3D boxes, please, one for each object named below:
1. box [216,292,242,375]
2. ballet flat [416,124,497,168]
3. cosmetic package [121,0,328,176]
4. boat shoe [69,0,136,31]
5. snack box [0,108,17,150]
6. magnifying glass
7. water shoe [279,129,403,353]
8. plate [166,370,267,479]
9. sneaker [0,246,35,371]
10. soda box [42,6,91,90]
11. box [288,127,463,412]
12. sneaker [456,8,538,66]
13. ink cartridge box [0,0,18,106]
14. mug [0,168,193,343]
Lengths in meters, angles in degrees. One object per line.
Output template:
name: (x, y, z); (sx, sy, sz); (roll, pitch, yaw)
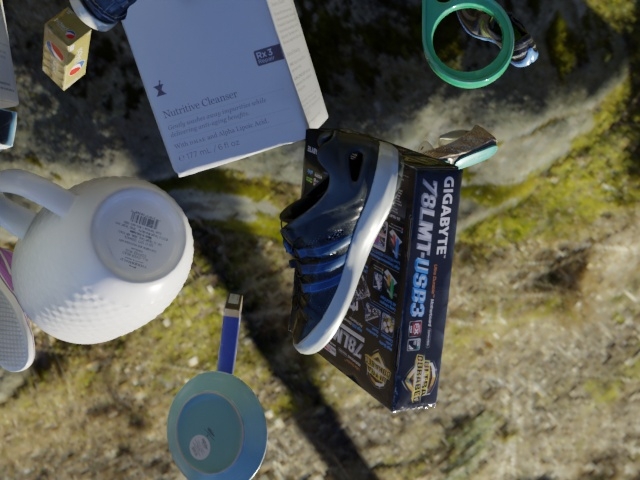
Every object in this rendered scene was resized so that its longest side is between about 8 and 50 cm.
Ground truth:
box: (-0.186, 0.229, 1.871); (0.037, 0.136, 0.225); (9, 100, -4)
ballet flat: (0.205, -0.144, 1.600); (0.206, 0.067, 0.073); (-22, 155, -26)
cosmetic package: (-0.151, -0.311, 1.320); (0.217, 0.156, 0.384); (-16, 106, 16)
boat shoe: (-0.262, -0.374, 1.131); (0.079, 0.254, 0.095); (-26, 149, 32)
snack box: (-0.628, -0.178, 1.354); (0.322, 0.187, 0.060); (10, 81, -37)
magnifying glass: (0.124, -0.265, 0.982); (0.092, 0.230, 0.026); (-26, 168, 4)
water shoe: (0.000, 0.000, 0.787); (0.080, 0.073, 0.203); (19, 114, -7)
plate: (-0.167, 0.298, 1.462); (0.188, 0.188, 0.024); (-53, 156, 13)
sneaker: (-0.611, 0.128, 1.893); (0.102, 0.282, 0.161); (-30, 166, 17)
soda box: (-0.474, -0.353, 1.752); (0.058, 0.061, 0.181); (-46, -179, -25)
box: (0.057, 0.023, 1.189); (0.073, 0.295, 0.293); (-4, 106, -26)
sneaker: (0.308, -0.375, 1.632); (0.067, 0.188, 0.078); (-34, 143, -8)
ink cartridge box: (-0.703, -0.405, 1.607); (0.279, 0.160, 0.384); (-9, 95, -1)
mug: (-0.406, 0.001, 1.632); (0.374, 0.328, 0.276); (33, 64, -19)
